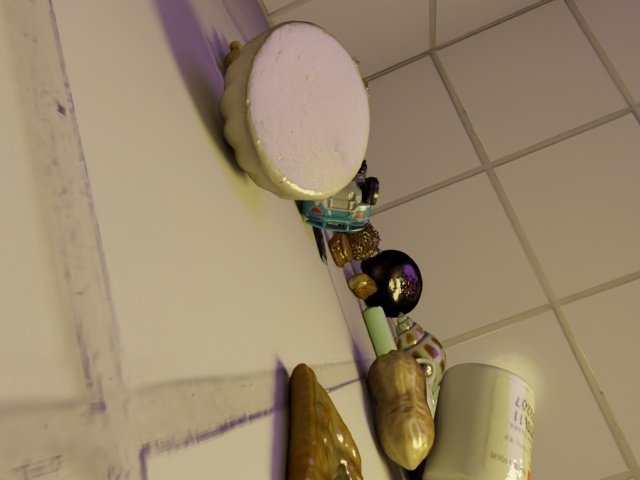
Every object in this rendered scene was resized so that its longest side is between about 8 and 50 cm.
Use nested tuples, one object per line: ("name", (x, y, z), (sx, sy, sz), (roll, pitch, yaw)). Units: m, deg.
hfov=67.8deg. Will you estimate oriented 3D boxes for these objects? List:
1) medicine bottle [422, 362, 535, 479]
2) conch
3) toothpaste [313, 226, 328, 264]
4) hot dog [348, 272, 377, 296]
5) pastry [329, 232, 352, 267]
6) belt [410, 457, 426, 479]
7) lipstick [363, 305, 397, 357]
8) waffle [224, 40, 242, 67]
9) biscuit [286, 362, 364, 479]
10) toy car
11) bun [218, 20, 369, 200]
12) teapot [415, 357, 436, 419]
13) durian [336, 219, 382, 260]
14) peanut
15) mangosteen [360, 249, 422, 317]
("medicine bottle", (0.327, 0.467, 0.992), (0.211, 0.210, 0.372), (62, 39, -40))
("conch", (0.368, 0.466, 1.818), (0.249, 0.196, 0.369), (101, -6, -79))
("toothpaste", (0.000, 0.000, 1.238), (0.037, 0.021, 0.140), (57, 16, -51))
("hot dog", (0.147, 0.158, 1.662), (0.068, 0.083, 0.289), (51, 1, 19))
("pastry", (0.063, 0.030, 1.466), (0.097, 0.057, 0.109), (-82, 149, -72))
("belt", (0.345, 0.602, 1.236), (0.339, 0.217, 0.122), (69, 4, -50))
("lipstick", (0.217, 0.361, 1.573), (0.076, 0.076, 0.305), (56, 14, -60))
("waffle", (-0.116, -0.265, 1.005), (0.312, 0.060, 0.308), (-87, 155, -69))
("biscuit", (0.011, 0.247, 0.520), (0.174, 0.038, 0.184), (-100, 166, -62))
("toy car", (0.030, -0.125, 1.245), (0.314, 0.198, 0.166), (-105, -156, -63))
("bun", (-0.061, -0.189, 0.747), (0.263, 0.175, 0.264), (-2, 93, -45))
("teapot", (0.341, 0.539, 1.596), (0.208, 0.165, 0.300), (47, 40, -48))
("durian", (0.151, -0.006, 1.753), (0.196, 0.167, 0.196), (27, 37, -23))
("peanut", (0.176, 0.358, 1.050), (0.313, 0.149, 0.149), (-85, 153, -60))
("mangosteen", (0.270, 0.173, 1.948), (0.302, 0.274, 0.275), (3, -60, 59))
